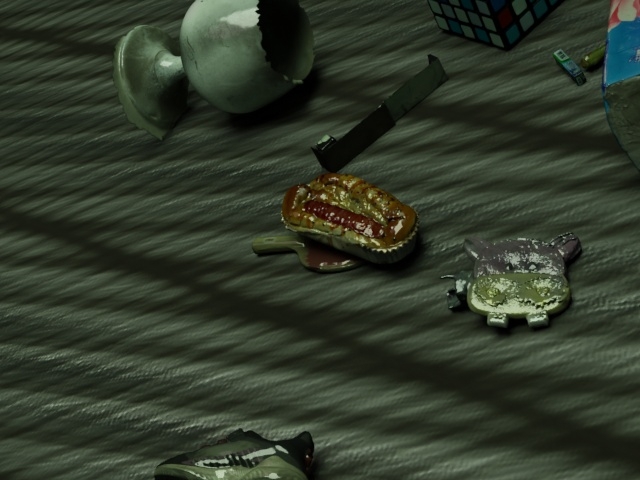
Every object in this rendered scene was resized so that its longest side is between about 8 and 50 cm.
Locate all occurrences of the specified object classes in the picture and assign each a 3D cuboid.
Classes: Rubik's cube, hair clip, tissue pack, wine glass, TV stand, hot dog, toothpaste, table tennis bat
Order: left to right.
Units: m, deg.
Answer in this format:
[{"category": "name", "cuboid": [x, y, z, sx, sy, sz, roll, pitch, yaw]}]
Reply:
[{"category": "wine glass", "cuboid": [-0.183, -0.327, 2.314, 0.323, 0.238, 0.238, -13, 40, 36]}, {"category": "table tennis bat", "cuboid": [0.000, 0.000, 1.984, 0.234, 0.022, 0.131, -6, 45, 28]}, {"category": "hot dog", "cuboid": [0.048, -0.034, 1.926, 0.253, 0.069, 0.131, 24, 60, 43]}, {"category": "TV stand", "cuboid": [0.098, -0.210, 2.128, 0.256, 0.049, 0.040, -39, 37, -10]}, {"category": "Rubik's cube", "cuboid": [0.283, -0.458, 2.169, 0.182, 0.184, 0.187, -43, 40, -15]}, {"category": "hair clip", "cuboid": [0.249, 0.056, 1.722, 0.187, 0.056, 0.146, -9, 49, 22]}, {"category": "toothpaste", "cuboid": [0.388, -0.270, 2.019, 0.017, 0.020, 0.083, -33, 37, 5]}, {"category": "tissue pack", "cuboid": [0.474, -0.234, 1.774, 0.137, 0.209, 0.269, -18, 40, 32]}]

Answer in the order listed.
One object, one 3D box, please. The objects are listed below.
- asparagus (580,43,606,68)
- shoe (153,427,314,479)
[{"category": "asparagus", "cuboid": [0.508, -0.339, 2.012, 0.248, 0.024, 0.025, -33, 44, -5]}, {"category": "shoe", "cuboid": [-0.103, 0.295, 1.668, 0.227, 0.099, 0.112, -1, 39, 28]}]
